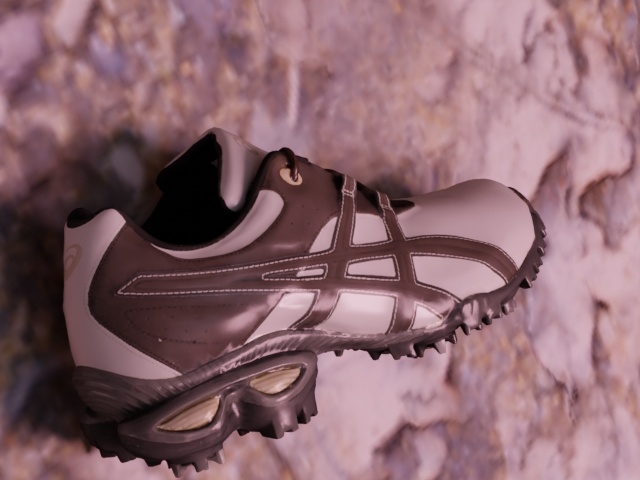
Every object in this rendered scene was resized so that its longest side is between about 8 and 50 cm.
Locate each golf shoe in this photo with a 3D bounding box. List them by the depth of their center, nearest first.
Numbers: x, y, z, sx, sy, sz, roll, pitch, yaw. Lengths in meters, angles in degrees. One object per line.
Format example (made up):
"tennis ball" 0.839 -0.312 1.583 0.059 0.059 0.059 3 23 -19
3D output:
"golf shoe" 0.000 0.000 0.618 0.198 0.077 0.094 -26 104 -42
